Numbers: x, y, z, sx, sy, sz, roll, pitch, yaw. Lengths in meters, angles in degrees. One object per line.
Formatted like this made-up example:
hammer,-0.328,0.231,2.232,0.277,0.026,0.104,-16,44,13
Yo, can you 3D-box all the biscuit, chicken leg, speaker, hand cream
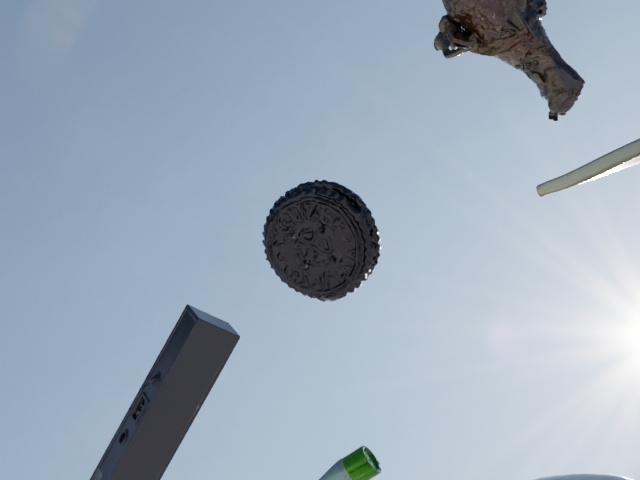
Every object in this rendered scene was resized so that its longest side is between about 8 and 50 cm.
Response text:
biscuit,0.000,0.000,2.007,0.194,0.194,0.053,-39,0,30
chicken leg,0.222,-0.232,1.487,0.125,0.196,0.080,-59,0,-9
speaker,-0.137,0.149,1.107,0.046,0.040,0.191,27,-85,-25
hand cream,-0.036,0.396,1.951,0.275,0.050,0.079,-34,-54,11

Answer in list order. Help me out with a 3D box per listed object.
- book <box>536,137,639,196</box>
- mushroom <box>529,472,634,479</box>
book,0.515,-0.152,1.821,0.389,0.032,0.269,-19,-5,-37
mushroom,0.241,0.376,1.268,0.290,0.297,0.297,-2,-33,-45
